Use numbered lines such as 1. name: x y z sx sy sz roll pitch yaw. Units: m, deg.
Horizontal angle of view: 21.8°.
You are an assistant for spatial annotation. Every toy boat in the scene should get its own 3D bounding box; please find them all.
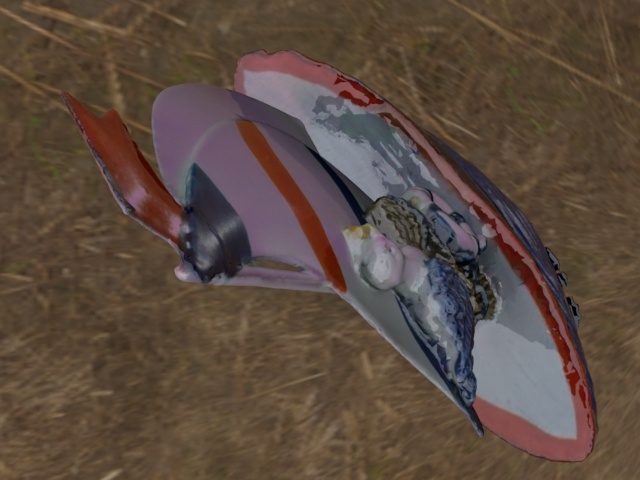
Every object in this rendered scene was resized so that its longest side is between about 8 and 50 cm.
1. toy boat: -0.004 -0.015 0.657 0.072 0.318 0.219 -46 47 18
